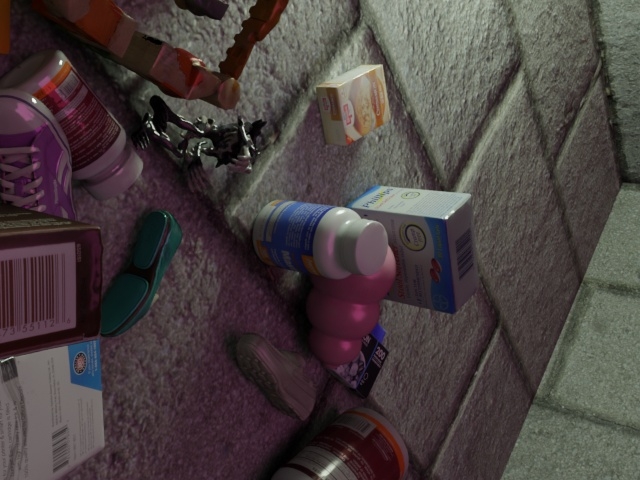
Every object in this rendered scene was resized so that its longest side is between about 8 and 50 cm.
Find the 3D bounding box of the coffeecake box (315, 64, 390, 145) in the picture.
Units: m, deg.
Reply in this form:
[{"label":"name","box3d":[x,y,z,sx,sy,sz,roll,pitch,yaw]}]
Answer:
[{"label":"coffeecake box","box3d":[0.082,-0.327,1.580,0.185,0.068,0.142,-36,125,-40]}]

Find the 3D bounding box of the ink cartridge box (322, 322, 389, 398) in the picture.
[{"label":"ink cartridge box","box3d":[0.109,0.292,1.768,0.206,0.045,0.208,49,60,-43]}]

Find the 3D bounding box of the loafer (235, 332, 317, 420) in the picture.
[{"label":"loafer","box3d":[-0.092,0.290,1.482,0.111,0.112,0.319,-61,145,-29]}]

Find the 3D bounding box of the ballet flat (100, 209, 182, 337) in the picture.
[{"label":"ballet flat","box3d":[-0.312,0.068,1.185,0.247,0.083,0.087,-68,153,-12]}]

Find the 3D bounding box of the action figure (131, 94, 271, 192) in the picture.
[{"label":"action figure","box3d":[-0.200,-0.165,1.209,0.275,0.164,0.141,11,59,-44]}]

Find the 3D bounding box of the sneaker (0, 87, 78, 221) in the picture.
[{"label":"sneaker","box3d":[-0.408,-0.059,0.923,0.161,0.102,0.282,-95,-178,-51]}]

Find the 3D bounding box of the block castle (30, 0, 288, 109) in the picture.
[{"label":"block castle","box3d":[-0.263,-0.414,0.978,0.453,0.213,0.303,29,89,-56]}]

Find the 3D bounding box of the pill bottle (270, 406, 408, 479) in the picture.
[{"label":"pill bottle","box3d":[0.020,0.596,1.583,0.392,0.224,0.224,-30,120,-43]}]

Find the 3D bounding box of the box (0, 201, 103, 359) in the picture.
[{"label":"box","box3d":[-0.445,0.028,0.776,0.191,0.381,0.143,-8,106,-49]}]

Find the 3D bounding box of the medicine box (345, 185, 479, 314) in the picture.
[{"label":"medicine box","box3d":[0.233,0.017,1.662,0.149,0.289,0.263,-36,124,-43]}]

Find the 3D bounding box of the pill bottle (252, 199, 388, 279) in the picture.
[{"label":"pill bottle","box3d":[0.000,0.000,1.391,0.152,0.272,0.152,-14,108,-48]}]

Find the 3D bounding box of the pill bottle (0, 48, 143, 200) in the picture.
[{"label":"pill bottle","box3d":[-0.380,-0.172,1.015,0.121,0.121,0.221,-56,135,-26]}]

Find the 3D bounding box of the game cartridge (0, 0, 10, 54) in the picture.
[{"label":"game cartridge","box3d":[-0.540,-0.391,0.803,0.323,0.052,0.285,-11,110,-57]}]

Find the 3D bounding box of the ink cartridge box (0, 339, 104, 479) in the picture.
[{"label":"ink cartridge box","box3d":[-0.464,0.255,0.938,0.307,0.129,0.223,-24,118,-65]}]

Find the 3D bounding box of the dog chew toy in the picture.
[{"label":"dog chew toy","box3d":[0.057,0.143,1.561,0.206,0.206,0.332,2,104,-51]}]
